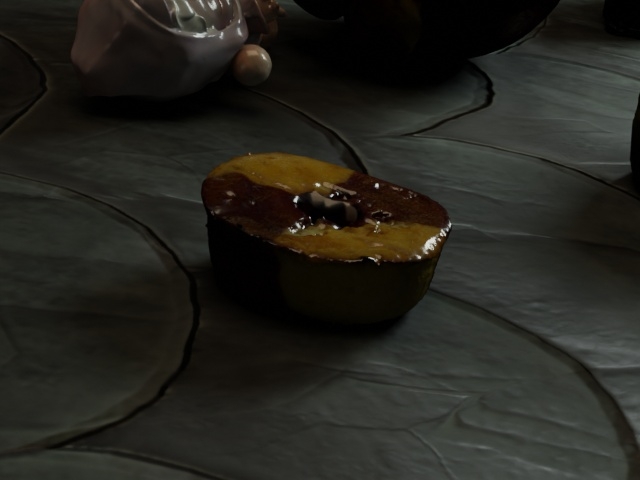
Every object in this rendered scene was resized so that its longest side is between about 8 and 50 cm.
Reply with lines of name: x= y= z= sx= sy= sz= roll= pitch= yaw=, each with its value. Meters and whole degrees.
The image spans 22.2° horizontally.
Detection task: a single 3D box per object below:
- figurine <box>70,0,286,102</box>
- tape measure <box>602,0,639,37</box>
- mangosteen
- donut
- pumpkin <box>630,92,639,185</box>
figurine: x=-0.124 y=-0.206 z=1.535 sx=0.200 sy=0.133 sz=0.276 roll=46 pitch=32 yaw=11
tape measure: x=0.413 y=-0.353 z=1.914 sx=0.135 sy=0.202 sz=0.223 roll=24 pitch=35 yaw=27
mangosteen: x=0.097 y=-0.323 z=1.663 sx=0.347 sy=0.307 sz=0.307 roll=-22 pitch=35 yaw=-25
donut: x=0.000 y=0.000 z=1.186 sx=0.184 sy=0.073 sz=0.166 roll=12 pitch=24 yaw=9
pumpkin: x=0.430 y=-0.150 z=1.455 sx=0.242 sy=0.232 sz=0.325 roll=22 pitch=32 yaw=24
